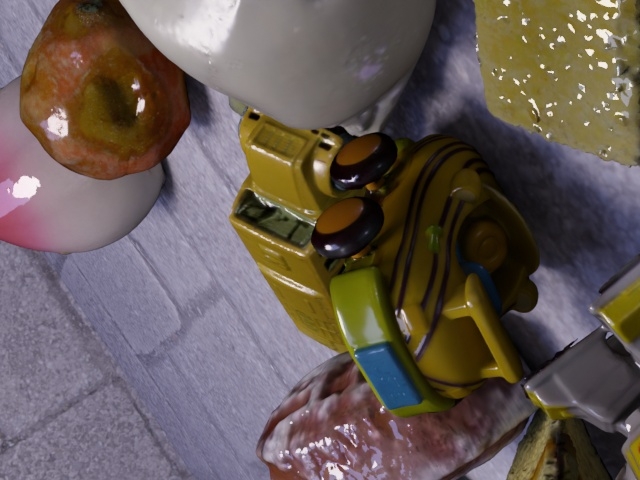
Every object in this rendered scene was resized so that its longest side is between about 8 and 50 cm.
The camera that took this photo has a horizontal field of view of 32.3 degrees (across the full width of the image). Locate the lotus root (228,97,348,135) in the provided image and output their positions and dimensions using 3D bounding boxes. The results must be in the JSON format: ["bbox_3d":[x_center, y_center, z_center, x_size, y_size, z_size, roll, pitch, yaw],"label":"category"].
[{"bbox_3d":[-0.038,-0.138,1.121,0.144,0.070,0.143,45,157,27],"label":"lotus root"}]

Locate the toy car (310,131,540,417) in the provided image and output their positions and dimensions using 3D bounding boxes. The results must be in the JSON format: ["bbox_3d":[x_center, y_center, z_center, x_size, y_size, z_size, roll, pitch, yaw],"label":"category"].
[{"bbox_3d":[0.101,0.017,0.878,0.142,0.248,0.200,-15,127,24],"label":"toy car"}]

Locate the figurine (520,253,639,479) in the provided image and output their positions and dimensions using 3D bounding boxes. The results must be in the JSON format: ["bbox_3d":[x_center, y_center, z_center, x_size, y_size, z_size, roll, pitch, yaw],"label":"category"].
[{"bbox_3d":[0.282,0.150,0.739,0.308,0.143,0.308,44,155,28],"label":"figurine"}]

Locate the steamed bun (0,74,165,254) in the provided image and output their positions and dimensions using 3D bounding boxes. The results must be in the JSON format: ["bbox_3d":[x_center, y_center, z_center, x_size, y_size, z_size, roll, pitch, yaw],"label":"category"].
[{"bbox_3d":[-0.412,-0.107,1.684,0.309,0.309,0.309,45,157,26],"label":"steamed bun"}]

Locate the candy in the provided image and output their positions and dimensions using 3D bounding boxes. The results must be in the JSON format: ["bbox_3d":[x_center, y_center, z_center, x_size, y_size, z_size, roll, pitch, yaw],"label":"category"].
[{"bbox_3d":[0.070,0.173,1.083,0.289,0.214,0.157,-32,93,27],"label":"candy"}]

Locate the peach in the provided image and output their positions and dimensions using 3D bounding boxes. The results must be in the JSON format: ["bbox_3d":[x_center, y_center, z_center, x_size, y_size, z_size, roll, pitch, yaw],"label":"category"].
[{"bbox_3d":[-0.273,-0.197,1.366,0.214,0.214,0.235,40,147,35],"label":"peach"}]

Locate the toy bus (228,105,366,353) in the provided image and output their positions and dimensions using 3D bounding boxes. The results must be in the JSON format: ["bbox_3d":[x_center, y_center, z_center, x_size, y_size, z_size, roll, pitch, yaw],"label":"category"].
[{"bbox_3d":[0.000,0.000,1.091,0.121,0.123,0.335,27,162,27],"label":"toy bus"}]

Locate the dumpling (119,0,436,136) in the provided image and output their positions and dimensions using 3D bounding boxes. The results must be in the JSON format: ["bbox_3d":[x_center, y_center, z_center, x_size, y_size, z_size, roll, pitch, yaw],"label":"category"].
[{"bbox_3d":[-0.042,-0.239,0.831,0.395,0.233,0.316,42,-161,-59],"label":"dumpling"}]

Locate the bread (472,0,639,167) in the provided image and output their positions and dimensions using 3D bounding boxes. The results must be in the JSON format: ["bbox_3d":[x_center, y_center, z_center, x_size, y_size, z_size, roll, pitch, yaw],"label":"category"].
[{"bbox_3d":[0.163,-0.149,0.627,0.138,0.102,0.196,29,143,46],"label":"bread"}]

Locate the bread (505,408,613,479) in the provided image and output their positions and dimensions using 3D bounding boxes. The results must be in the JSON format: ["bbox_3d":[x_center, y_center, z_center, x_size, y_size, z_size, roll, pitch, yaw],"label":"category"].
[{"bbox_3d":[0.207,0.256,0.948,0.142,0.266,0.178,-38,97,26],"label":"bread"}]
